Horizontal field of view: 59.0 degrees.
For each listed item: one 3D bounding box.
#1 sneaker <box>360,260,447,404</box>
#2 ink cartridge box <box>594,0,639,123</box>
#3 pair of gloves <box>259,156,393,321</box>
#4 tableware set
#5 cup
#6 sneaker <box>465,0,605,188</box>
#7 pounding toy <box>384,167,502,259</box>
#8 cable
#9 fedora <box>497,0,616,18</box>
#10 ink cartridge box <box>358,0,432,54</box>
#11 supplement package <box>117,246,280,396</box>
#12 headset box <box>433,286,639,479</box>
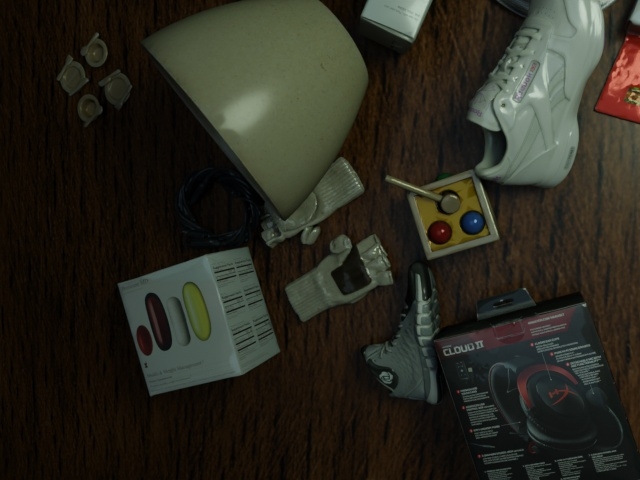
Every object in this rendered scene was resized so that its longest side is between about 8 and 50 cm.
[{"bbox_3d":[0.123,0.150,0.907,0.132,0.086,0.228,-5,92,23],"label":"sneaker"},{"bbox_3d":[0.542,-0.251,0.736,0.275,0.060,0.238,22,99,18],"label":"ink cartridge box"},{"bbox_3d":[0.000,0.000,0.966,0.204,0.042,0.240,-24,84,21],"label":"pair of gloves"},{"bbox_3d":[-0.454,-0.317,1.131,0.141,0.020,0.168,-36,80,19],"label":"tableware set"},{"bbox_3d":[-0.070,-0.230,0.858,0.237,0.331,0.331,-40,79,-3],"label":"cup"},{"bbox_3d":[0.281,-0.215,0.758,0.152,0.114,0.305,-2,109,-10],"label":"sneaker"},{"bbox_3d":[0.187,-0.050,0.859,0.130,0.100,0.141,-18,87,20],"label":"pounding toy"},{"bbox_3d":[-0.184,-0.060,1.031,0.185,0.047,0.150,-4,85,29],"label":"cable"},{"bbox_3d":[0.322,-0.448,0.772,0.244,0.124,0.275,-36,81,19],"label":"fedora"},{"bbox_3d":[0.133,-0.393,0.824,0.087,0.153,0.208,23,101,-2],"label":"ink cartridge box"},{"bbox_3d":[-0.211,0.138,0.997,0.194,0.149,0.203,-18,88,21],"label":"supplement package"},{"bbox_3d":[0.309,0.218,0.824,0.218,0.110,0.293,-20,86,20],"label":"headset box"}]
